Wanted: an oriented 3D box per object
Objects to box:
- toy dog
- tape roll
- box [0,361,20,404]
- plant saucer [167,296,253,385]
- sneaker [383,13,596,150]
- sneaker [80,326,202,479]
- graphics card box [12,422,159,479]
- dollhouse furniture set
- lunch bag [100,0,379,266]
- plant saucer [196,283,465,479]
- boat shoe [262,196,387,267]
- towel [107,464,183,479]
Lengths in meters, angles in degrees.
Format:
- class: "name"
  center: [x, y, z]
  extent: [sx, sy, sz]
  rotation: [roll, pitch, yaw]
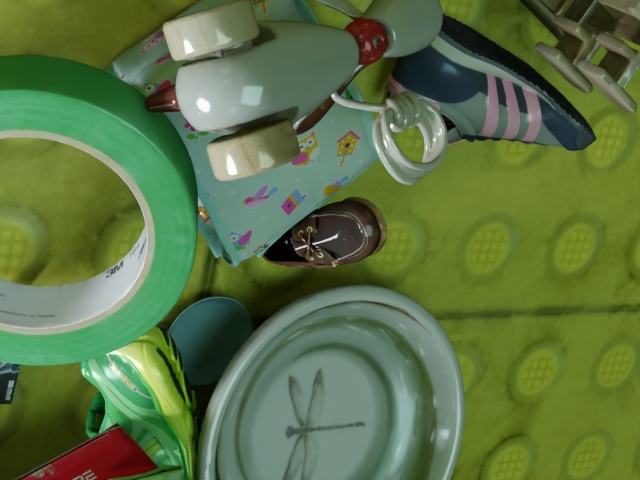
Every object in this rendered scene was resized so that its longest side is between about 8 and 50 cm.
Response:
- class: "toy dog"
  center: [-0.036, -0.163, 1.296]
  extent: [0.334, 0.161, 0.220]
  rotation: [0, 90, -46]
- class: "tape roll"
  center: [-0.281, -0.023, 1.328]
  extent: [0.321, 0.077, 0.321]
  rotation: [-2, 125, -3]
- class: "box"
  center: [-0.365, 0.140, 1.481]
  extent: [0.067, 0.018, 0.083]
  rotation: [5, 110, -35]
- class: "plant saucer"
  center: [-0.138, 0.117, 1.618]
  extent: [0.119, 0.021, 0.119]
  rotation: [-14, 120, -26]
- class: "sneaker"
  center: [0.206, -0.165, 1.664]
  extent: [0.319, 0.112, 0.131]
  rotation: [25, 115, -36]
- class: "sneaker"
  center: [-0.207, 0.214, 1.587]
  extent: [0.124, 0.109, 0.295]
  rotation: [-7, 129, 5]
- class: "graphics card box"
  center: [-0.300, 0.405, 1.536]
  extent: [0.233, 0.094, 0.371]
  rotation: [-27, 141, -35]
- class: "dollhouse furniture set"
  center: [0.363, -0.271, 1.608]
  extent: [0.161, 0.242, 0.212]
  rotation: [35, 92, -40]
- class: "lunch bag"
  center: [-0.074, -0.125, 1.450]
  extent: [0.223, 0.160, 0.262]
  rotation: [-38, 123, -13]
- class: "plant saucer"
  center: [0.002, 0.241, 1.697]
  extent: [0.400, 0.100, 0.400]
  rotation: [-9, 106, -33]
- class: "boat shoe"
  center: [0.000, 0.000, 1.537]
  extent: [0.073, 0.207, 0.073]
  rotation: [-23, 93, -28]
- class: "towel"
  center: [-0.212, 0.310, 1.450]
  extent: [0.113, 0.023, 0.152]
  rotation: [-4, 122, -54]
